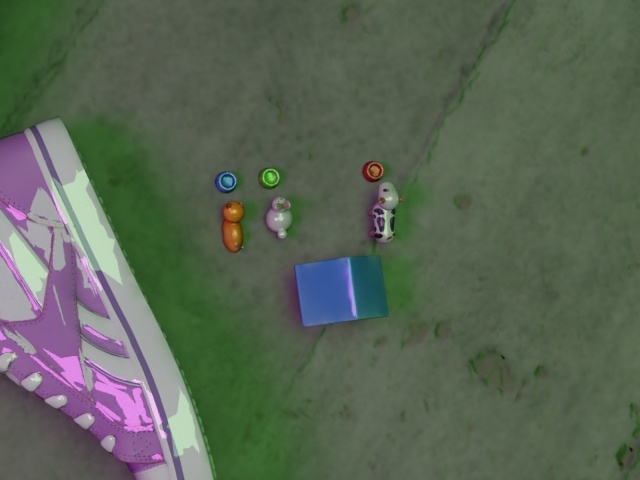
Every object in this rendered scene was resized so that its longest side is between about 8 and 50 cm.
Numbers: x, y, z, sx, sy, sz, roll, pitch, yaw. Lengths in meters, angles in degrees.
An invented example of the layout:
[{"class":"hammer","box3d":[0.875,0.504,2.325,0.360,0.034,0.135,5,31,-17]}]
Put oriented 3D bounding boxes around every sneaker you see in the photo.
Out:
[{"class":"sneaker","box3d":[-0.179,0.078,1.003,0.161,0.102,0.282,-25,80,-12]}]

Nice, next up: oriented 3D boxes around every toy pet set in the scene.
[{"class":"toy pet set","box3d":[0.000,0.000,1.068,0.122,0.065,0.114,-6,86,-15]}]
